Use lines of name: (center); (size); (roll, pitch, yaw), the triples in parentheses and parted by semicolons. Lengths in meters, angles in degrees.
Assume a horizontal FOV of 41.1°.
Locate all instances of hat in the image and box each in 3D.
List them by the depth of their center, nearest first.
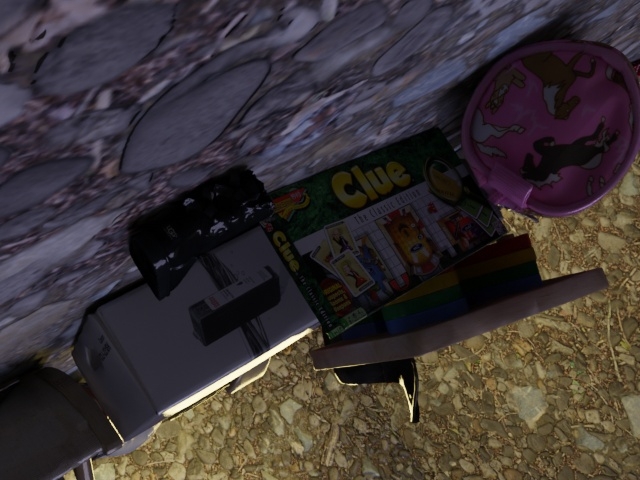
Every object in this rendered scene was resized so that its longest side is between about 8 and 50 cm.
hat: (0.071, 0.147, 1.411); (0.134, 0.331, 0.331); (-13, 173, 1)

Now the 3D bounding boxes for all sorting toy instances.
sorting toy: (0.141, 0.062, 0.983); (0.257, 0.089, 0.255); (-15, 176, -27)

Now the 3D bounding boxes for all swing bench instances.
swing bench: (-0.350, 0.263, 0.835); (0.253, 0.165, 0.255); (-26, 148, -36)

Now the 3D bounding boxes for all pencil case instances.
pencil case: (0.242, -0.103, 0.902); (0.160, 0.167, 0.386); (-1, 180, 14)

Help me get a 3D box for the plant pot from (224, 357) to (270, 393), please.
plant pot: (-0.162, 0.225, 1.734); (0.109, 0.109, 0.096); (-24, 156, -48)

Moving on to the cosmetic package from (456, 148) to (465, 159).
cosmetic package: (0.232, -0.124, 1.172); (0.115, 0.041, 0.060); (-34, 172, 21)

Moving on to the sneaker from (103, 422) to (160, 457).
sneaker: (-0.392, 0.361, 1.644); (0.123, 0.106, 0.290); (-33, 172, 36)

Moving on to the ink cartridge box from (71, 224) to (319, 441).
ink cartridge box: (-0.099, 0.081, 0.877); (0.273, 0.114, 0.197); (-27, 173, -28)

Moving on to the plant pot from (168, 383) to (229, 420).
plant pot: (-0.259, 0.276, 1.666); (0.134, 0.095, 0.134); (-31, 174, -4)

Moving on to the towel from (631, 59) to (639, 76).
towel: (0.409, -0.210, 1.388); (0.275, 0.031, 0.199); (-26, 172, -42)

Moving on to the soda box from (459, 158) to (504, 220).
soda box: (0.112, 0.005, 1.168); (0.091, 0.098, 0.286); (-4, 152, -37)

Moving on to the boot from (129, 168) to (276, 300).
boot: (-0.088, -0.005, 0.628); (0.099, 0.045, 0.121); (-33, 173, -18)

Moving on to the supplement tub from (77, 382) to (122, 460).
supplement tub: (-0.313, 0.239, 1.127); (0.106, 0.106, 0.198); (-31, 174, -6)

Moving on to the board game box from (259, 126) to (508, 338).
board game box: (0.066, -0.018, 0.811); (0.259, 0.136, 0.030); (-26, 168, -42)
